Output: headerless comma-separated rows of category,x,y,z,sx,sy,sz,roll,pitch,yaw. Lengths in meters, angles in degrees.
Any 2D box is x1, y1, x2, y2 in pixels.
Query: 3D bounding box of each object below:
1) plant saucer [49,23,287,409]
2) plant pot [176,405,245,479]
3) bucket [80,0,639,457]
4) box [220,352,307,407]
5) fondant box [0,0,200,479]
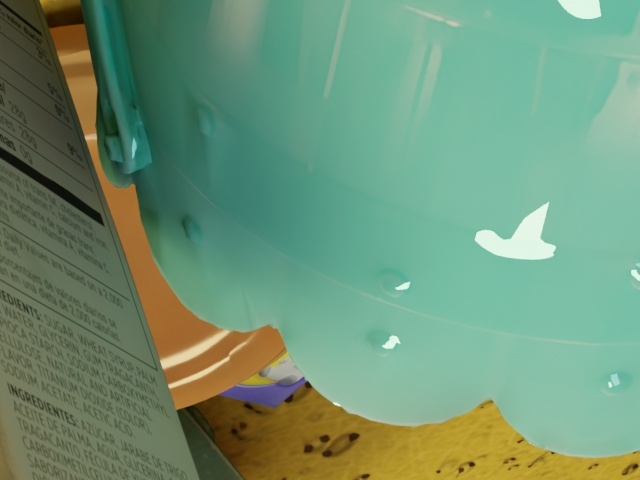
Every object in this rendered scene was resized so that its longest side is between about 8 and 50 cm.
plant saucer,-0.081,0.006,0.723,0.200,0.037,0.200,-5,135,-5
plant pot,-0.113,0.213,0.875,0.252,0.248,0.247,-38,149,-10
bucket,0.070,-0.106,0.493,0.281,0.281,0.183,-14,145,-14
box,0.000,0.000,0.805,0.105,0.043,0.179,17,129,-45
fondant box,-0.168,0.047,0.502,0.238,0.330,0.096,-32,145,15
